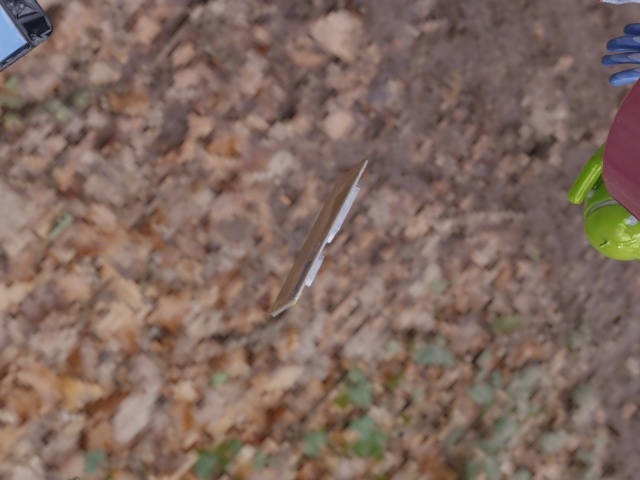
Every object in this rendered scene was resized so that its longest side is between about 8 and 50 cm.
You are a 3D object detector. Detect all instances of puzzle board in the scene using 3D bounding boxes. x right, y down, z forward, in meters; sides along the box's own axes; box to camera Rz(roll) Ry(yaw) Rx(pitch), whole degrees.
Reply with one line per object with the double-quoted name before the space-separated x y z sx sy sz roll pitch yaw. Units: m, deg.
"puzzle board" 0.000 0.000 1.340 0.128 0.011 0.096 -63 -172 -15

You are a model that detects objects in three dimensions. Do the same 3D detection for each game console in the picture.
"game console" -0.276 -0.161 1.306 0.122 0.071 0.107 -36 127 -6

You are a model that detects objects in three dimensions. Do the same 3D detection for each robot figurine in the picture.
"robot figurine" 0.249 -0.034 1.352 0.067 0.101 0.115 -40 -147 53

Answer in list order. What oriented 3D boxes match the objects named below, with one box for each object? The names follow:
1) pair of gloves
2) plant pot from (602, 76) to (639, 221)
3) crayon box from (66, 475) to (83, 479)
"pair of gloves" 0.341 -0.207 1.577 0.159 0.198 0.023 2 144 -4
"plant pot" 0.310 -0.047 1.177 0.201 0.180 0.201 -27 135 -32
"crayon box" -0.230 0.313 0.804 0.363 0.106 0.313 -19 134 -64
